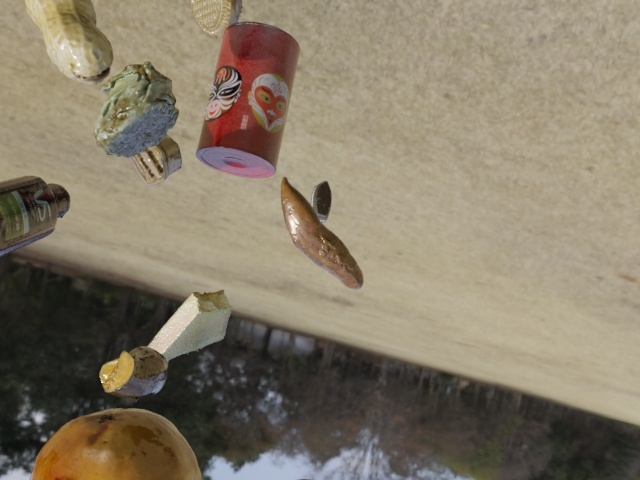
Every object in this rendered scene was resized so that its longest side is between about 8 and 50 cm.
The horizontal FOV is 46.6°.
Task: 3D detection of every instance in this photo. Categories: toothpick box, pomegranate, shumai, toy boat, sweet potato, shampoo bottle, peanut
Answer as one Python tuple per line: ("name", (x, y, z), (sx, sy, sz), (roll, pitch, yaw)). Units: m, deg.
("toothpick box", (-0.177, -0.345, 1.846), (0.204, 0.333, 0.204), (11, 166, 3))
("pomegranate", (-0.449, 0.582, 1.651), (0.410, 0.410, 0.410), (13, 173, 2))
("shumai", (-0.359, -0.253, 1.376), (0.142, 0.184, 0.184), (48, 177, 8))
("toy boat", (-0.383, -0.197, 1.734), (0.188, 0.061, 0.116), (-9, 113, 59))
("sweet potato", (-0.007, 0.005, 1.854), (0.095, 0.106, 0.354), (-25, 112, 34))
("toy boat", (-0.001, -0.106, 2.063), (0.059, 0.140, 0.066), (17, 147, -17))
("sweet potato", (-0.324, 0.237, 1.309), (0.112, 0.085, 0.286), (-22, 172, -17))
("shampoo bottle", (-0.557, -0.050, 1.362), (0.084, 0.129, 0.323), (-12, -171, 7))
("peanut", (-0.516, -0.434, 1.528), (0.130, 0.290, 0.130), (-24, 157, -11))

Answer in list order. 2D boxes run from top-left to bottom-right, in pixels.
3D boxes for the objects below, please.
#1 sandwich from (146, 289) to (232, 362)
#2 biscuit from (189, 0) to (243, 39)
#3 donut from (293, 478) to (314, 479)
("sandwich", (-0.293, 0.187, 1.669), (0.193, 0.162, 0.058), (-20, -127, -37))
("biscuit", (-0.298, -0.699, 2.090), (0.079, 0.259, 0.259), (-19, -168, -31))
("donut", (-0.034, 0.454, 1.156), (0.166, 0.184, 0.073), (37, -174, 3))
